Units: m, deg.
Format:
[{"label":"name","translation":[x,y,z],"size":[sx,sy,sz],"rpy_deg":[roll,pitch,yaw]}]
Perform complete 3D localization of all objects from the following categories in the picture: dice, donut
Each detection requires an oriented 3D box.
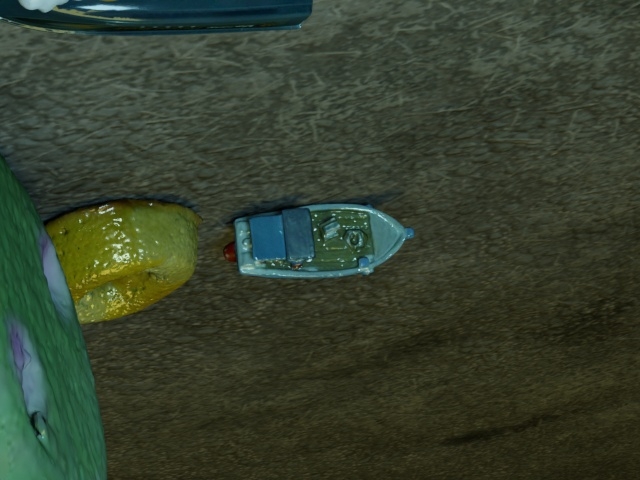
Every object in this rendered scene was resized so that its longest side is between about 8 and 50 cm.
[{"label":"dice","translation":[-0.357,0.117,1.510],"size":[0.322,0.318,0.330],"rpy_deg":[-15,161,3]},{"label":"donut","translation":[-0.186,0.024,1.761],"size":[0.162,0.065,0.178],"rpy_deg":[-6,160,-22]}]

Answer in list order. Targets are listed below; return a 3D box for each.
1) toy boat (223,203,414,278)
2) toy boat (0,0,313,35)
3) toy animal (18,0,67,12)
[{"label":"toy boat","translation":[0.000,0.000,1.814],"size":[0.173,0.069,0.059],"rpy_deg":[-2,167,-18]},{"label":"toy boat","translation":[-0.115,-0.170,1.199],"size":[0.246,0.093,0.103],"rpy_deg":[-4,-179,-26]},{"label":"toy animal","translation":[-0.112,-0.201,0.972],"size":[0.208,0.154,0.325],"rpy_deg":[-24,-165,18]}]
